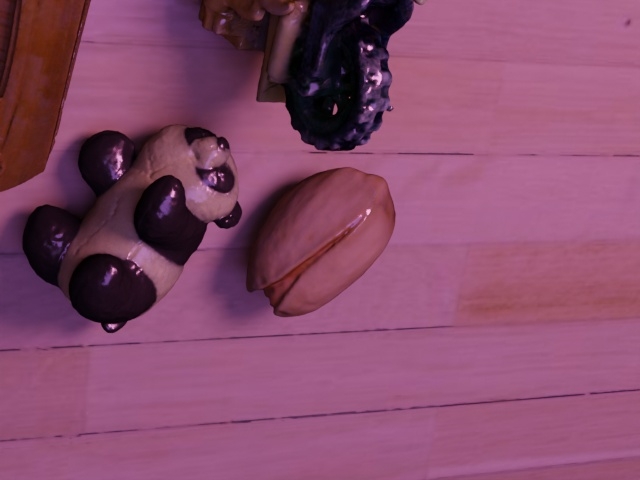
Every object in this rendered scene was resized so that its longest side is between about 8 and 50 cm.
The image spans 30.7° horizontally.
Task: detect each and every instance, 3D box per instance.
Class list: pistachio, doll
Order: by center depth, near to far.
[{"bbox_3d":[-0.178,-0.019,1.144,0.234,0.143,0.135,-54,145,5],"label":"doll"},{"bbox_3d":[0.000,0.000,1.226,0.124,0.124,0.185,38,93,-31],"label":"pistachio"}]

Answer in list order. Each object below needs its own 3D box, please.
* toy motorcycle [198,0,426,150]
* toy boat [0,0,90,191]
[{"bbox_3d":[0.016,-0.293,1.039,0.169,0.237,0.410,-2,116,-37],"label":"toy motorcycle"},{"bbox_3d":[-0.275,-0.185,1.038,0.122,0.089,0.321,13,118,-15],"label":"toy boat"}]
